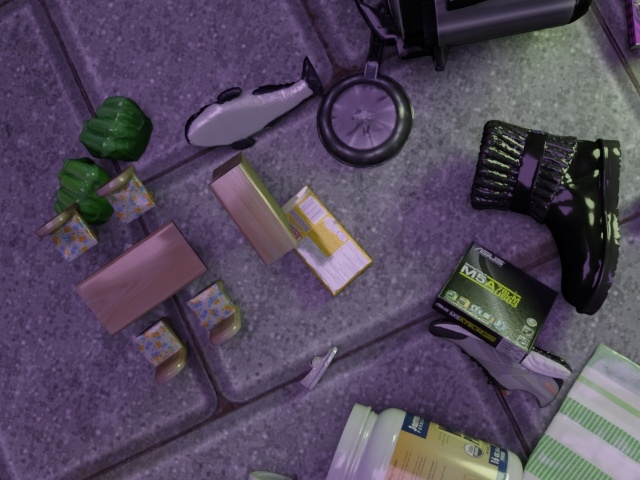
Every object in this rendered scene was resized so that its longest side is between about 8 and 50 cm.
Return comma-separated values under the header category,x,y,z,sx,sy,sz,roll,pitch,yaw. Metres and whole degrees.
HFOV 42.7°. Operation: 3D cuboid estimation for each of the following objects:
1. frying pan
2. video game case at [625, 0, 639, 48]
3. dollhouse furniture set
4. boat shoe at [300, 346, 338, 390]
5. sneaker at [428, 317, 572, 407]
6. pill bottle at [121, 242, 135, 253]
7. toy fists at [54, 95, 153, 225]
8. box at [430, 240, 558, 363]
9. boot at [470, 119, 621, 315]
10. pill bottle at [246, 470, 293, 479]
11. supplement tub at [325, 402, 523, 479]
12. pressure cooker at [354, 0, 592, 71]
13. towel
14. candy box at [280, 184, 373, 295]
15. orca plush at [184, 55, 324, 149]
category,x,y,z,sx,sy,sz,roll,pitch,yaw
frying pan,0.120,-0.298,1.625,0.197,0.053,0.326,31,93,8
video game case,0.679,-0.489,1.540,0.210,0.042,0.232,-6,92,2
dollhouse furniture set,-0.257,0.027,1.489,0.394,0.256,0.362,-34,103,1
boat shoe,-0.005,0.246,1.605,0.035,0.035,0.100,35,97,6
sneaker,0.325,0.222,1.529,0.271,0.100,0.108,25,95,9
pill bottle,-0.381,0.069,1.654,0.067,0.067,0.120,17,88,9
toy fists,-0.442,-0.159,1.643,0.096,0.142,0.279,28,89,9
box,0.323,0.109,1.507,0.190,0.045,0.184,33,48,10
boot,0.404,-0.045,1.516,0.260,0.131,0.348,7,76,2
pill bottle,-0.108,0.536,1.565,0.094,0.094,0.169,9,87,9
supplement tub,0.177,0.437,1.464,0.316,0.228,0.228,19,88,9
pressure cooker,0.251,-0.529,1.467,0.420,0.375,0.370,-8,59,8
towel,0.527,0.381,1.463,0.248,0.038,0.325,32,79,23
candy box,0.000,0.000,1.625,0.105,0.027,0.206,-42,81,7
orca plush,-0.145,-0.286,1.634,0.287,0.151,0.102,-34,51,7
